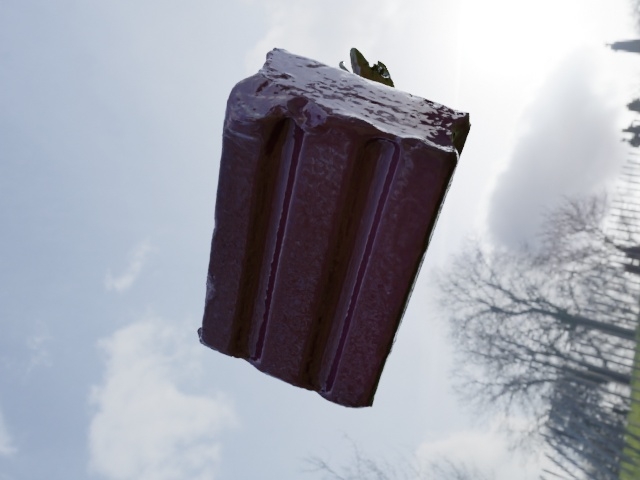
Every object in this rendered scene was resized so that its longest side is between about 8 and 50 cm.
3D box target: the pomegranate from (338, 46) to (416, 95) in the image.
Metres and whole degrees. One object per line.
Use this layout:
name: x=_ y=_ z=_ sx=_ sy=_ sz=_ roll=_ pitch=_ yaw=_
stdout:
pomegranate: x=0.064 y=-0.129 z=0.935 sx=0.198 sy=0.198 sz=0.246 roll=-29 pitch=-87 yaw=-46

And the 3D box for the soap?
soap: x=0.000 y=0.000 z=0.785 sx=0.128 sy=0.232 sz=0.360 roll=-56 pitch=-16 yaw=-51
